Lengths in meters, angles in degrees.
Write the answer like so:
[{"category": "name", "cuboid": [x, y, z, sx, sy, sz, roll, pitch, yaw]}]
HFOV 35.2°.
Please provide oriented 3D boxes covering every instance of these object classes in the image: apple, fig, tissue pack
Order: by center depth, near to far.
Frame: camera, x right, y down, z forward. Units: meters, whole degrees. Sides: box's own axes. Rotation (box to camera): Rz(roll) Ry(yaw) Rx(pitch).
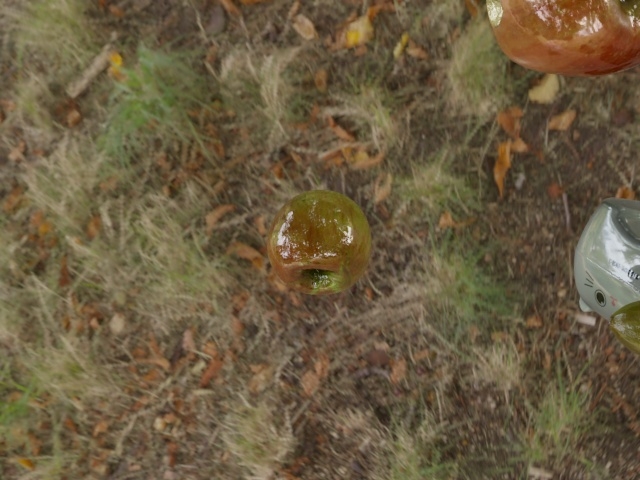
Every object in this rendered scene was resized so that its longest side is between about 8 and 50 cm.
[{"category": "fig", "cuboid": [0.401, 0.108, 1.256, 0.088, 0.074, 0.074, 14, 74, 1]}, {"category": "apple", "cuboid": [0.343, -0.323, 1.356, 0.242, 0.241, 0.242, 0, 91, -24]}, {"category": "apple", "cuboid": [0.000, 0.000, 1.836, 0.196, 0.196, 0.196, -4, 70, 10]}, {"category": "tissue pack", "cuboid": [0.652, 0.078, 1.932, 0.333, 0.229, 0.236, 42, 122, 53]}]
